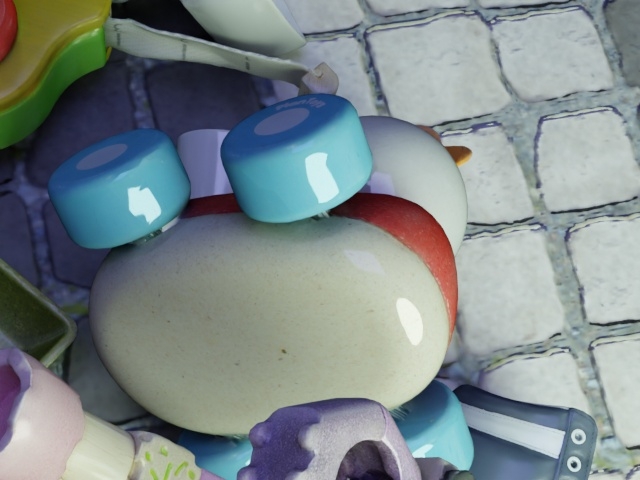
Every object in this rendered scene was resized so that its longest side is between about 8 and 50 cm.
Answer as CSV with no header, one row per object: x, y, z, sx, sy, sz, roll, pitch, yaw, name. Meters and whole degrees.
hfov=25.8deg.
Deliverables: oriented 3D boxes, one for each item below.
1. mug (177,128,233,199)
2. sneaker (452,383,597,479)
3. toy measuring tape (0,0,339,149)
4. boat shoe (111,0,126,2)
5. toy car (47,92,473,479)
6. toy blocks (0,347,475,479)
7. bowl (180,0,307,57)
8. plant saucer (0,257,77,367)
-0.056,-0.030,0.885,0.078,0.062,0.064,5,75,2,mug
0.146,0.202,0.793,0.282,0.099,0.153,40,70,13,sneaker
-0.160,-0.096,0.870,0.330,0.121,0.121,15,67,-1,toy measuring tape
-0.247,-0.235,0.919,0.320,0.118,0.103,34,76,12,boat shoe
0.000,0.000,0.817,0.210,0.219,0.238,-8,26,28,toy car
-0.150,0.180,0.608,0.260,0.309,0.288,36,59,-38,toy blocks
-0.072,-0.186,0.911,0.053,0.142,0.142,-30,73,6,bowl
-0.272,0.066,0.823,0.188,0.045,0.188,39,68,9,plant saucer
